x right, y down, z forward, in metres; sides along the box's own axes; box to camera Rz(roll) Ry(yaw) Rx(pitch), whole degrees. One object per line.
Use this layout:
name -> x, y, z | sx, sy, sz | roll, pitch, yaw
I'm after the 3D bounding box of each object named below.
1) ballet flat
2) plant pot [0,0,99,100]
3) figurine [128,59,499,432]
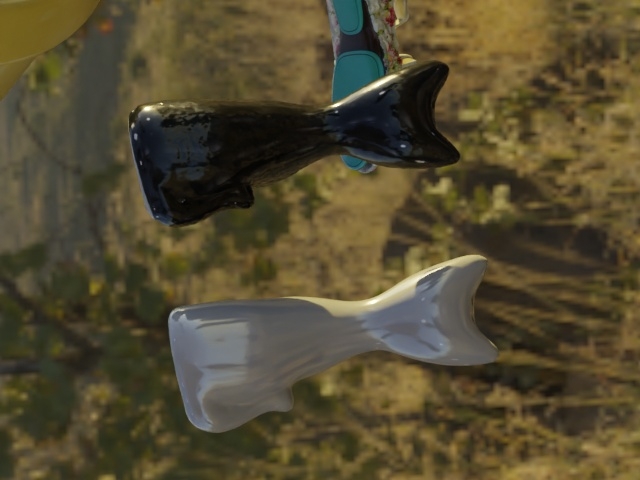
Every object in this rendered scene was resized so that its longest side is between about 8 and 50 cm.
ballet flat -> 0.052, -0.184, 1.418 | 0.091, 0.077, 0.241 | 13, 112, 52
plant pot -> -0.298, -0.217, 1.217 | 0.239, 0.254, 0.254 | 128, 138, -55
figurine -> 0.000, 0.000, 0.993 | 0.092, 0.209, 0.215 | 86, 172, -82
